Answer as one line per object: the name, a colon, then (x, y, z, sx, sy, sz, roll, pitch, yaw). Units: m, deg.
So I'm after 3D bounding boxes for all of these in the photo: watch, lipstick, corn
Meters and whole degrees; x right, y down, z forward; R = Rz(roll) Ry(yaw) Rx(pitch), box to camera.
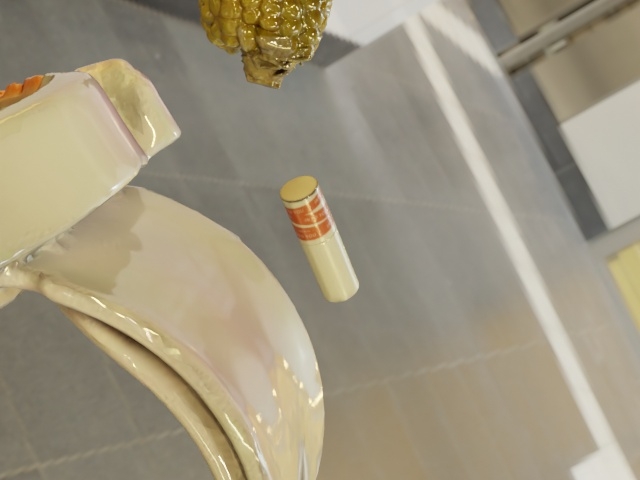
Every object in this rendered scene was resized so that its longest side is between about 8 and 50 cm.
watch: (-0.127, 0.068, 0.515, 0.196, 0.244, 0.231, -70, 137, -69)
lipstick: (0.000, 0.000, 1.307, 0.038, 0.038, 0.130, -93, 164, -52)
corn: (-0.032, -0.231, 0.914, 0.097, 0.097, 0.261, -34, 128, -71)
